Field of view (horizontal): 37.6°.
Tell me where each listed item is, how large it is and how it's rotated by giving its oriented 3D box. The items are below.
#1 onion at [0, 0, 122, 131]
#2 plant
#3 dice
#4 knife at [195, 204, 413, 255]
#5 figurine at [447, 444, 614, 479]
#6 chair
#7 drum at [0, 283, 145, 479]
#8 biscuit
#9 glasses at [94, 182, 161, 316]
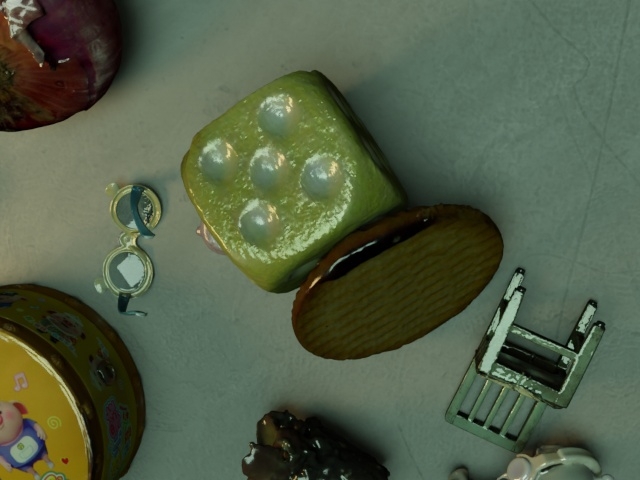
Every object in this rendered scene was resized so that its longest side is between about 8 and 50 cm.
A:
[{"bbox_3d":[-0.453,-0.329,1.351,0.347,0.285,0.348,2,144,1],"label":"onion"},{"bbox_3d":[-0.022,0.370,1.431,0.234,0.204,0.178,25,97,-5],"label":"plant"},{"bbox_3d":[-0.031,-0.077,1.285,0.233,0.238,0.227,-35,81,11],"label":"dice"},{"bbox_3d":[0.000,0.000,1.421,0.398,0.038,0.132,6,101,12],"label":"knife"},{"bbox_3d":[0.313,0.373,1.397,0.236,0.141,0.162,-30,132,15],"label":"figurine"},{"bbox_3d":[0.285,0.194,1.347,0.136,0.147,0.270,25,105,5],"label":"chair"},{"bbox_3d":[-0.507,0.289,1.507,0.431,0.214,0.431,2,102,11],"label":"drum"},{"bbox_3d":[0.107,0.062,1.296,0.318,0.318,0.040,-37,55,17],"label":"biscuit"},{"bbox_3d":[-0.265,0.026,1.415,0.088,0.220,0.190,3,105,-28],"label":"glasses"}]
